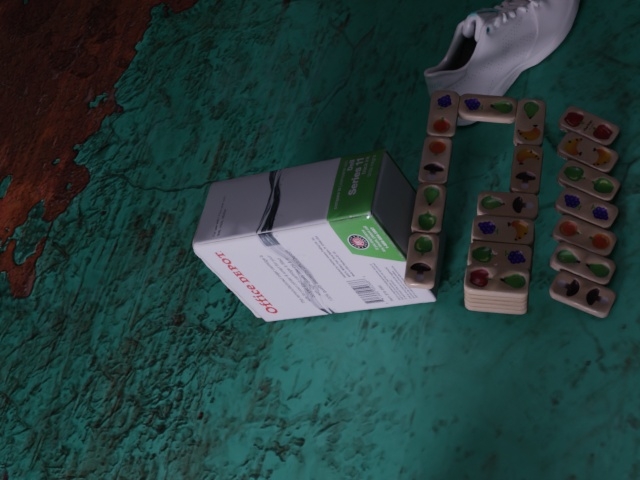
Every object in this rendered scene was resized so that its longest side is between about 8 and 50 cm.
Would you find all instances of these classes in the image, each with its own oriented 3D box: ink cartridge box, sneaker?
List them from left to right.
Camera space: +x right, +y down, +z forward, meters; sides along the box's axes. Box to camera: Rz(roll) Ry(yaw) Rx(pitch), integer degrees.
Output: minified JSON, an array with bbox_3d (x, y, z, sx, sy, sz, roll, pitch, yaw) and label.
[{"bbox_3d":[0.000,0.000,1.349,0.208,0.153,0.087,-9,51,29],"label":"ink cartridge box"},{"bbox_3d":[0.192,-0.224,1.425,0.212,0.094,0.080,-50,43,-8],"label":"sneaker"}]

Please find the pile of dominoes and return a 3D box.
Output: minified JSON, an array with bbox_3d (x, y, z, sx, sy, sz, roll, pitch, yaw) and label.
[{"bbox_3d":[0.188,-0.047,1.279,0.196,0.040,0.251,5,58,9],"label":"pile of dominoes"}]
